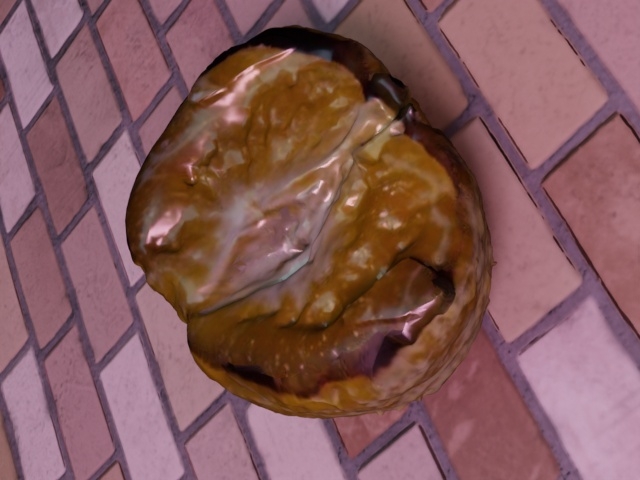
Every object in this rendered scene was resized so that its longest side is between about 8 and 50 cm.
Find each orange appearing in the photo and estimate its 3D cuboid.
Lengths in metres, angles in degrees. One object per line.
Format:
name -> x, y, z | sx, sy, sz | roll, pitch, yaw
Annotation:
orange -> 0.000, 0.000, 0.891 | 0.271, 0.210, 0.369 | -39, 54, 5
